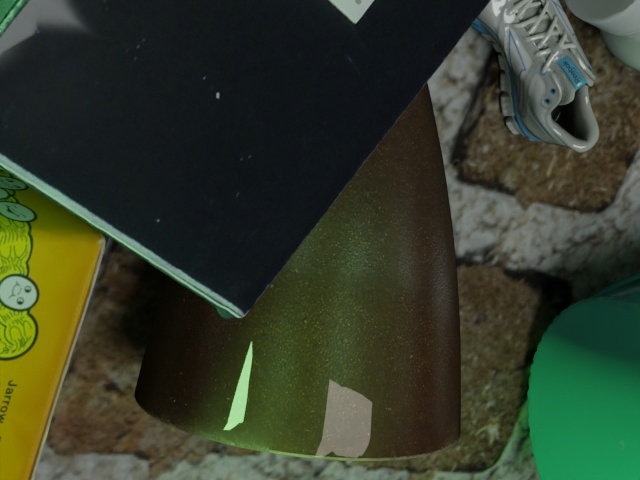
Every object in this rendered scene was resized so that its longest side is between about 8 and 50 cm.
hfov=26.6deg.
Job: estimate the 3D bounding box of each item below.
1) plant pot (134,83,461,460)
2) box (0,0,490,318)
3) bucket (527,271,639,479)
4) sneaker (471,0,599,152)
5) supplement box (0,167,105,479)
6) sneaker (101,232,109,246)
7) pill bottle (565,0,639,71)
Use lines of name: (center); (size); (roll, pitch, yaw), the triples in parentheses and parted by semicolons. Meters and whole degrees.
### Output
plant pot: (0.000, 0.000, 0.875); (0.215, 0.215, 0.231); (3, 99, -34)
box: (-0.060, -0.198, 0.645); (0.179, 0.312, 0.343); (37, 91, -39)
bucket: (0.309, 0.149, 1.098); (0.183, 0.281, 0.281); (-8, 118, -28)
sneaker: (0.159, -0.141, 0.964); (0.071, 0.083, 0.191); (-37, 127, -9)
supplement box: (-0.323, 0.025, 0.670); (0.356, 0.194, 0.195); (9, 109, -36)
sneaker: (-0.178, 0.039, 0.871); (0.135, 0.052, 0.058); (-48, 140, 8)
pill bottle: (0.284, -0.171, 1.000); (0.221, 0.124, 0.124); (13, 106, -37)
